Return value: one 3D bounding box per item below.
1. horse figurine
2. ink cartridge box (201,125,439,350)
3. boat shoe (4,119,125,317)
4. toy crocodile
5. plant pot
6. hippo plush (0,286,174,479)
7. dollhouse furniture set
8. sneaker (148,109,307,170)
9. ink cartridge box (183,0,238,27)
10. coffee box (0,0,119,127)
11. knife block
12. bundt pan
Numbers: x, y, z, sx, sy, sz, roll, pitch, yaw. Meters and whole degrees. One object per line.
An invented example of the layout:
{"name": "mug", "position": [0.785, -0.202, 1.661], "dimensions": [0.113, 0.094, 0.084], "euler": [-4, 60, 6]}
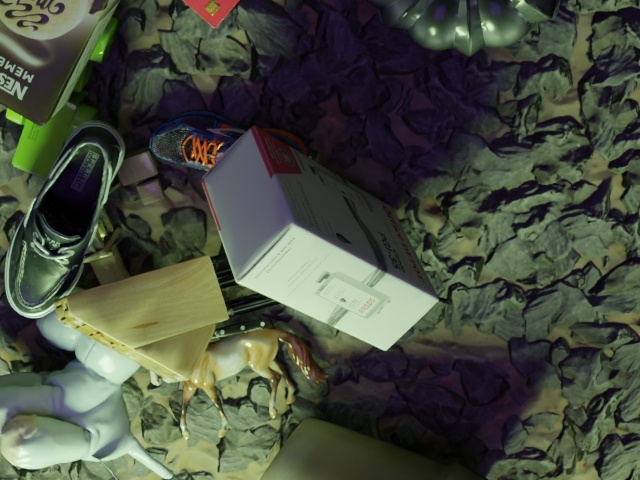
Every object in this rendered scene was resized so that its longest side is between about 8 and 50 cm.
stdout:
{"name": "horse figurine", "position": [-0.125, 0.193, 1.924], "dimensions": [0.263, 0.066, 0.174], "euler": [-16, 110, -13]}
{"name": "ink cartridge box", "position": [0.000, 0.000, 1.725], "dimensions": [0.283, 0.207, 0.117], "euler": [27, 117, -39]}
{"name": "boat shoe", "position": [-0.350, -0.016, 1.751], "dimensions": [0.108, 0.102, 0.301], "euler": [27, 108, -10]}
{"name": "toy crocodile", "position": [-0.348, -0.234, 1.783], "dimensions": [0.115, 0.105, 0.340], "euler": [20, 117, -1]}
{"name": "plant pot", "position": [0.046, 0.416, 1.918], "dimensions": [0.280, 0.323, 0.323], "euler": [32, 113, 10]}
{"name": "hippo plush", "position": [-0.351, 0.196, 1.875], "dimensions": [0.294, 0.234, 0.236], "euler": [25, 102, 21]}
{"name": "dollhouse furniture set", "position": [-0.284, -0.019, 1.855], "dimensions": [0.161, 0.101, 0.182], "euler": [-18, 109, 12]}
{"name": "sneaker", "position": [-0.131, -0.126, 1.805], "dimensions": [0.221, 0.087, 0.083], "euler": [6, 112, 3]}
{"name": "ink cartridge box", "position": [-0.169, -0.386, 1.726], "dimensions": [0.179, 0.045, 0.145], "euler": [41, 111, -9]}
{"name": "coffee box", "position": [-0.340, -0.316, 1.619], "dimensions": [0.168, 0.119, 0.297], "euler": [29, 113, -7]}
{"name": "knife block", "position": [-0.198, 0.064, 1.820], "dimensions": [0.275, 0.088, 0.242], "euler": [31, 71, -16]}
{"name": "bundt pan", "position": [0.185, -0.383, 1.652], "dimensions": [0.331, 0.124, 0.331], "euler": [2, 113, 4]}
